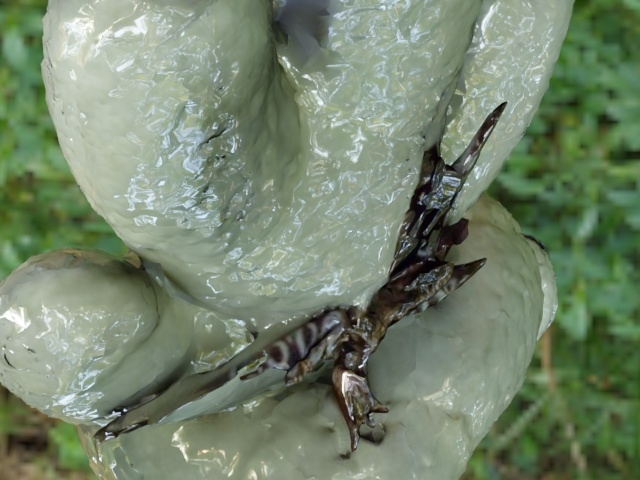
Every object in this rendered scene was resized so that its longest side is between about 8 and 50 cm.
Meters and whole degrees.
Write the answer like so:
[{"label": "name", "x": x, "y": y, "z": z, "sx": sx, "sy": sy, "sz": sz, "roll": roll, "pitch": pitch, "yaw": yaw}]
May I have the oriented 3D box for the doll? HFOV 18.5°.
[{"label": "doll", "x": -0.003, "y": 0.003, "z": 0.541, "sx": 0.175, "sy": 0.149, "sz": 0.278, "roll": -10, "pitch": 147, "yaw": -1}]
